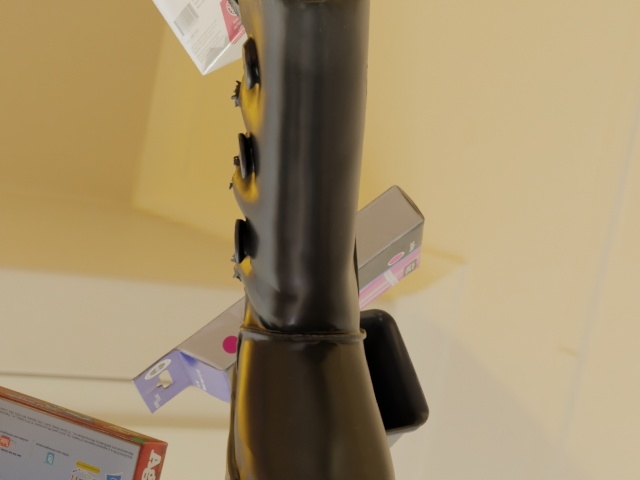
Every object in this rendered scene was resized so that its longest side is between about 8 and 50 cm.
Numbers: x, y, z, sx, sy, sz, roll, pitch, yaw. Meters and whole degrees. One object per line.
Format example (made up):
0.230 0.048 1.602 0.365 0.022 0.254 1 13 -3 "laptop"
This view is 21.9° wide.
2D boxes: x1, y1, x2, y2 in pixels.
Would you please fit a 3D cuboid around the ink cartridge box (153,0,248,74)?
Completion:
-0.136 -0.333 1.957 0.218 0.092 0.158 55 -41 5 "ink cartridge box"

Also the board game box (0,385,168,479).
-0.221 0.149 0.952 0.281 0.027 0.145 14 -90 30 "board game box"

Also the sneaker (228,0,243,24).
-0.080 -0.282 1.610 0.104 0.262 0.125 -35 -126 -9 "sneaker"

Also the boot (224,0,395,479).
-0.001 -0.001 1.387 0.367 0.146 0.445 -120 -146 -63 "boot"

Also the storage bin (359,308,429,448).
0.037 0.154 1.667 0.091 0.098 0.135 114 -40 -54 "storage bin"

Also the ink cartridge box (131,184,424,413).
-0.042 0.088 1.896 0.069 0.371 0.176 53 -10 15 "ink cartridge box"
